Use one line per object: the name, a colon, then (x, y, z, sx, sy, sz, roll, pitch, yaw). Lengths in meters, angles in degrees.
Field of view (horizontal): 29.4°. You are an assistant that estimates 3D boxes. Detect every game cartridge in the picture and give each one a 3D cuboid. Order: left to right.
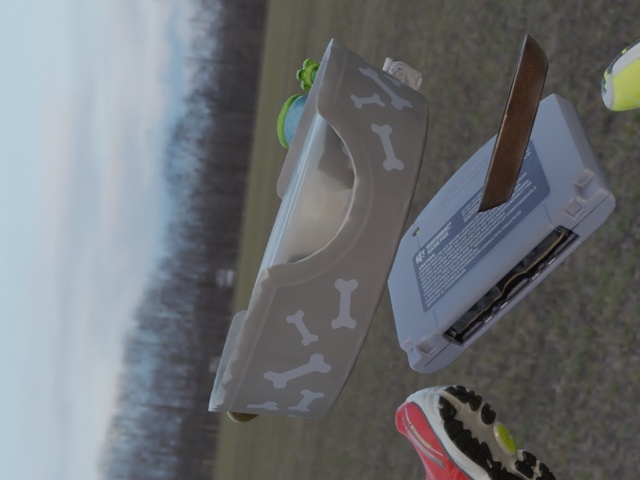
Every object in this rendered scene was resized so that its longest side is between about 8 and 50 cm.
game cartridge: (0.185, -0.012, 1.325, 0.294, 0.060, 0.196, -47, 34, 28)

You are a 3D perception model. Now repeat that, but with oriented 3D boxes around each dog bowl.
dog bowl: (0.000, 0.000, 1.099, 0.349, 0.102, 0.349, -162, 90, -85)

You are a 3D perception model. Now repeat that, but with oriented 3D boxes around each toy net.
toy net: (0.039, -0.187, 1.481, 0.232, 0.045, 0.122, -26, -58, -44)

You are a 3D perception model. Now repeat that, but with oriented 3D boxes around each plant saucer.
plant saucer: (0.177, -0.103, 1.112, 0.168, 0.029, 0.168, 16, -90, -83)

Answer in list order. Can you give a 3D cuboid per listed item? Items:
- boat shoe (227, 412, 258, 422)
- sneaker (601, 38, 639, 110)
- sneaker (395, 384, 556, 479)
boat shoe: (-0.083, 0.194, 1.726, 0.153, 0.056, 0.048, -58, 10, -25)
sneaker: (0.584, -0.253, 1.773, 0.385, 0.145, 0.147, -21, 79, 39)
sneaker: (0.192, 0.285, 1.469, 0.118, 0.279, 0.107, -21, 19, 47)
